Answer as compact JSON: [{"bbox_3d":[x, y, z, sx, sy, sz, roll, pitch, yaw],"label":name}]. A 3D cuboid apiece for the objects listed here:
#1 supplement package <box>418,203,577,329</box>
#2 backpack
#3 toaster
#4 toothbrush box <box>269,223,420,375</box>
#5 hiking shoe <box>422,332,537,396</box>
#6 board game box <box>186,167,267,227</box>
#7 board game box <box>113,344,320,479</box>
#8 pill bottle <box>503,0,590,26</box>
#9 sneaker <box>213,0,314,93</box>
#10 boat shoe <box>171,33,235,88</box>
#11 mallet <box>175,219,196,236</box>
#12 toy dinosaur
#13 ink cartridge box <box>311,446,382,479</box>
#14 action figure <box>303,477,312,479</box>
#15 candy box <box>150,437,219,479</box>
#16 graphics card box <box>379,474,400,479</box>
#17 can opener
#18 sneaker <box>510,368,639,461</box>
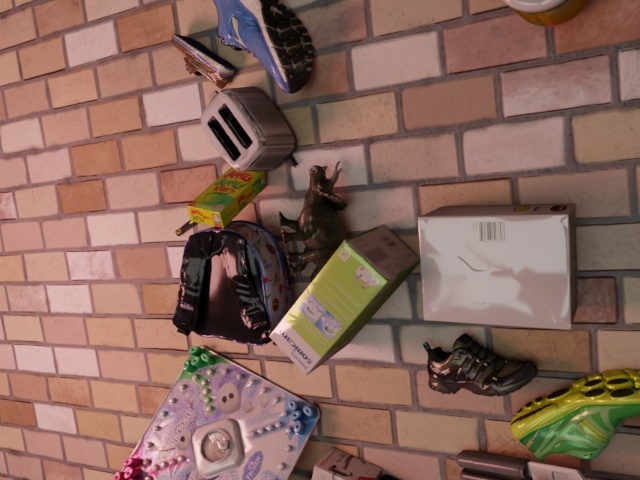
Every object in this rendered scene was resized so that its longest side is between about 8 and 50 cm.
[{"bbox_3d":[0.333,0.041,1.116,0.262,0.145,0.204,0,100,28],"label":"supplement package"},{"bbox_3d":[-0.189,0.086,1.369,0.276,0.213,0.263,2,111,22],"label":"backpack"},{"bbox_3d":[-0.159,-0.239,1.326,0.129,0.146,0.227,-39,81,29],"label":"toaster"},{"bbox_3d":[0.054,0.119,1.246,0.122,0.206,0.283,43,117,14],"label":"toothbrush box"},{"bbox_3d":[0.313,0.246,1.200,0.227,0.086,0.114,-11,98,30],"label":"hiking shoe"},{"bbox_3d":[-0.209,-0.102,1.359,0.092,0.181,0.043,12,131,26],"label":"board game box"},{"bbox_3d":[-0.256,0.497,1.446,0.390,0.050,0.390,22,73,23],"label":"board game box"},{"bbox_3d":[0.365,-0.418,0.954,0.136,0.245,0.136,6,102,28],"label":"pill bottle"},{"bbox_3d":[-0.136,-0.454,1.303,0.147,0.129,0.330,-38,77,43],"label":"sneaker"},{"bbox_3d":[-0.288,-0.421,1.406,0.183,0.066,0.066,37,116,17],"label":"boat shoe"},{"bbox_3d":[-0.309,-0.068,1.506,0.189,0.039,0.062,-23,90,33],"label":"mallet"},{"bbox_3d":[0.000,0.000,1.299,0.160,0.121,0.314,-12,110,-3],"label":"toy dinosaur"},{"bbox_3d":[0.060,0.548,1.386,0.135,0.099,0.056,15,106,24],"label":"ink cartridge box"},{"bbox_3d":[-0.016,0.684,1.457,0.285,0.099,0.185,-46,72,24],"label":"action figure"},{"bbox_3d":[-0.304,0.560,1.550,0.233,0.159,0.071,22,111,24],"label":"candy box"},{"bbox_3d":[0.114,0.743,1.319,0.094,0.233,0.371,11,104,30],"label":"graphics card box"},{"bbox_3d":[0.384,0.467,1.170,0.280,0.093,0.074,-8,95,51],"label":"can opener"},{"bbox_3d":[0.506,0.331,1.115,0.295,0.109,0.123,-33,93,35],"label":"sneaker"}]
